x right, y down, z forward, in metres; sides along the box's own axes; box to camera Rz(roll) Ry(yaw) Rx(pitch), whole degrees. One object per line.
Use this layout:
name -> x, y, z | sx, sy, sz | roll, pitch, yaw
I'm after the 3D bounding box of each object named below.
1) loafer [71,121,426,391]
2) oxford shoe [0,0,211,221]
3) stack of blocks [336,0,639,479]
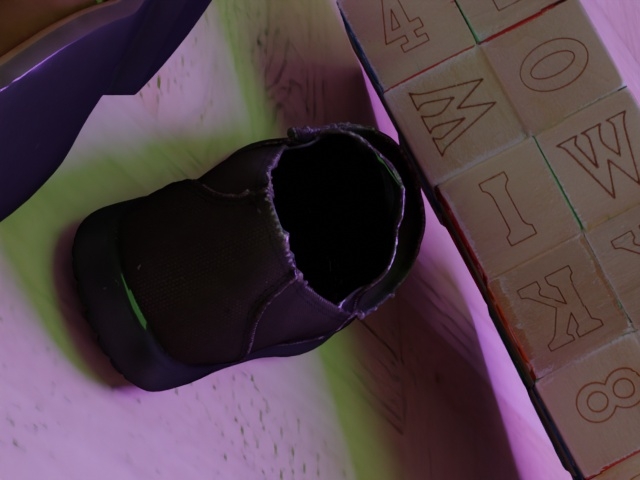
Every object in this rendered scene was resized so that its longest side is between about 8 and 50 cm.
loafer -> 0.000, 0.000, 0.606 | 0.080, 0.078, 0.220 | 68, 24, -4
oxford shoe -> -0.092, -0.061, 0.500 | 0.076, 0.076, 0.212 | 35, 32, -2
stack of blocks -> 0.118, 0.025, 0.744 | 0.297, 0.087, 0.171 | 63, 2, 9
